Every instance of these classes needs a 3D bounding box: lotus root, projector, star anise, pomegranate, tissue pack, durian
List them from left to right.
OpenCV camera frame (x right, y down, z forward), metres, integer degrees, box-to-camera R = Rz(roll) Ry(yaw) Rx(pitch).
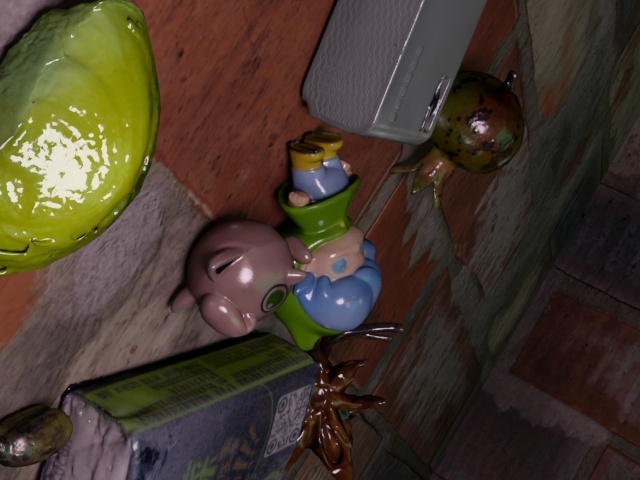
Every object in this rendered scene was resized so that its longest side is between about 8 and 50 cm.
[{"bbox_3d":[-0.274,0.185,0.963,0.099,0.054,0.049,-16,109,-62],"label":"lotus root"},{"bbox_3d":[-0.203,-0.068,0.776,0.139,0.101,0.250,31,87,-33],"label":"durian"},{"bbox_3d":[-0.169,0.277,1.207,0.394,0.124,0.288,-11,124,-62],"label":"tissue pack"},{"bbox_3d":[0.013,0.232,1.514,0.346,0.148,0.237,-48,111,-30],"label":"star anise"},{"bbox_3d":[0.095,-0.243,1.206,0.198,0.108,0.250,-4,118,-64],"label":"projector"},{"bbox_3d":[0.203,-0.149,1.499,0.220,0.156,0.156,-49,156,-7],"label":"pomegranate"}]

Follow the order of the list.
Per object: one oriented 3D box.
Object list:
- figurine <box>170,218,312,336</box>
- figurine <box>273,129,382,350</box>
[{"bbox_3d":[-0.085,0.039,1.116,0.138,0.125,0.125,-19,134,-40],"label":"figurine"},{"bbox_3d":[0.000,0.000,1.256,0.162,0.143,0.263,-44,135,-54],"label":"figurine"}]
